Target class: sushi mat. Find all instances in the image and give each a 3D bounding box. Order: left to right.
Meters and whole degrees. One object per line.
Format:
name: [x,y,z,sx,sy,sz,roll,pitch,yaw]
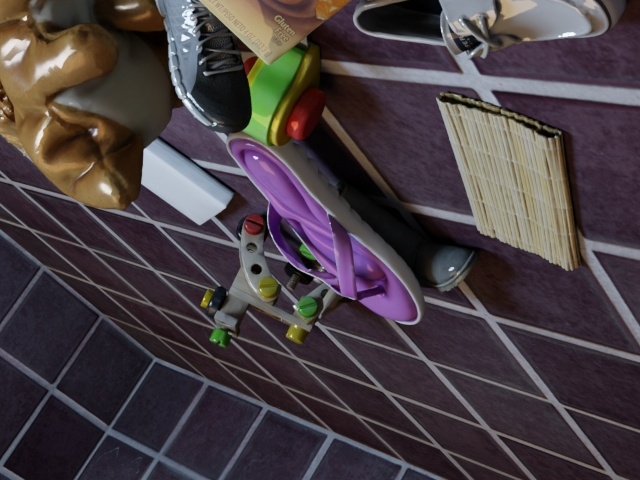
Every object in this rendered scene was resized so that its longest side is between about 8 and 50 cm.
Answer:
sushi mat: [0.234,-0.065,1.364,0.151,0.019,0.316,24,161,28]

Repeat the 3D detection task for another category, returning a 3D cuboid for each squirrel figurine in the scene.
squirrel figurine: [-0.371,-0.271,1.441,0.397,0.281,0.370,8,145,47]

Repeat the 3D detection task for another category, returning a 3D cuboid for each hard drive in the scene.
hard drive: [-0.313,-0.144,2.037,0.307,0.040,0.203,36,162,-11]

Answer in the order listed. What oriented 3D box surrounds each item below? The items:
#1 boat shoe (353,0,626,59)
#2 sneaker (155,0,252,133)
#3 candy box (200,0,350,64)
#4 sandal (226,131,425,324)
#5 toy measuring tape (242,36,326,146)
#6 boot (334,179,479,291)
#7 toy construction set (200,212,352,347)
boat shoe: [0.142,-0.209,1.019,0.267,0.088,0.096,19,158,36]
sneaker: [-0.127,-0.242,1.266,0.229,0.086,0.132,67,155,13]
candy box: [-0.085,-0.322,0.961,0.183,0.087,0.316,-34,119,27]
sandal: [-0.009,0.000,1.618,0.416,0.102,0.169,48,155,-25]
toy measuring tape: [-0.055,-0.198,1.341,0.121,0.121,0.330,29,162,11]
boot: [0.112,-0.013,1.647,0.208,0.076,0.189,44,158,-13]
toy construction set: [-0.066,0.105,1.961,0.257,0.237,0.309,39,161,-20]
